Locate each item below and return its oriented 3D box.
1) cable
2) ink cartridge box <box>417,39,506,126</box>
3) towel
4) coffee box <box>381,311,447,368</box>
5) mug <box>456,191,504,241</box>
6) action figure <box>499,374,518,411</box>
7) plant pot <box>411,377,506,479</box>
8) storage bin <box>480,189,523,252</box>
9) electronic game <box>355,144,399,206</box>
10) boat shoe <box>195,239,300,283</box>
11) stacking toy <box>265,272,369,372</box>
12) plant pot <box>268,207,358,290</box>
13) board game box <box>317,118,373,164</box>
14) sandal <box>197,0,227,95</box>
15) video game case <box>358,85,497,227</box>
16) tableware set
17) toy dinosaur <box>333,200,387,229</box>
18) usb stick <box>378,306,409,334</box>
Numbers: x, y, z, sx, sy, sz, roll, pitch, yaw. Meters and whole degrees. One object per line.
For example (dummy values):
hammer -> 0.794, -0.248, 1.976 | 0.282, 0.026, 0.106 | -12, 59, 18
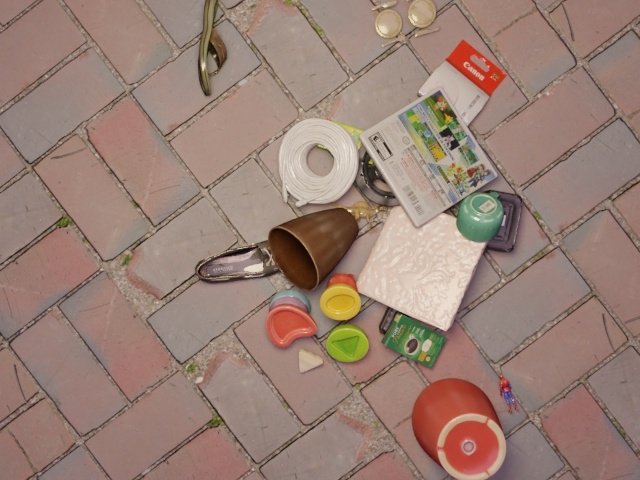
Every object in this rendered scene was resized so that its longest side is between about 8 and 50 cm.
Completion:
cable -> -0.004, -0.239, 1.744 | 0.257, 0.089, 0.257 | -6, 96, 21
ink cartridge box -> 0.444, -0.488, 1.794 | 0.189, 0.066, 0.232 | 39, 95, 0
towel -> 0.308, 0.065, 1.750 | 0.317, 0.053, 0.332 | 24, 85, 21
coffee box -> 0.291, 0.309, 1.786 | 0.184, 0.040, 0.113 | 27, 90, -17
mug -> 0.465, -0.086, 1.672 | 0.129, 0.097, 0.158 | 3, 56, 6
action figure -> 0.587, 0.480, 1.815 | 0.038, 0.030, 0.115 | -16, 86, -5
plant pot -> 0.419, 0.573, 1.711 | 0.274, 0.243, 0.275 | 0, 91, 1
storage bin -> 0.541, -0.059, 1.782 | 0.122, 0.084, 0.180 | 10, 92, 1
electronic game -> 0.214, -0.219, 1.767 | 0.229, 0.048, 0.229 | 0, 88, -5
boat shoe -> -0.224, 0.069, 1.785 | 0.335, 0.095, 0.112 | -13, 90, 1
stacking toy -> 0.003, 0.247, 1.790 | 0.308, 0.130, 0.280 | -17, 117, 13
plant pot -> 0.000, 0.000, 1.724 | 0.230, 0.215, 0.215 | -34, 90, -30
board game box -> 0.090, -0.308, 1.804 | 0.181, 0.043, 0.092 | 18, 90, 0
sandal -> -0.328, -0.599, 1.774 | 0.086, 0.120, 0.303 | 7, 90, -13
video game case -> 0.324, -0.253, 1.735 | 0.300, 0.036, 0.329 | -32, 88, -6
tableware set -> 0.264, -0.694, 1.802 | 0.194, 0.039, 0.128 | -15, 102, 6
toy dinosaur -> 0.117, -0.083, 1.812 | 0.183, 0.053, 0.093 | 5, 75, -4
usb stick -> 0.269, 0.173, 1.807 | 0.077, 0.045, 0.278 | 25, 91, -7
